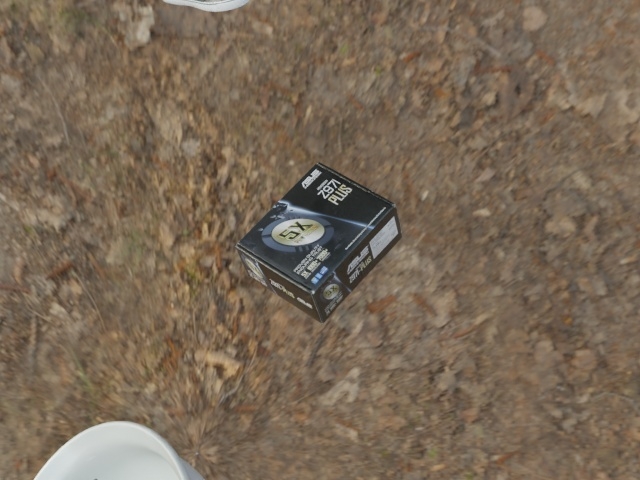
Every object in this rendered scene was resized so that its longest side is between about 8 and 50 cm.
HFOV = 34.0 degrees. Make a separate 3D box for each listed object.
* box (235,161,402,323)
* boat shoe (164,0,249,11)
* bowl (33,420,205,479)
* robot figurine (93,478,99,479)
[{"bbox_3d":[0.000,0.000,1.453,0.147,0.078,0.180,31,66,31],"label":"box"},{"bbox_3d":[-0.151,-0.321,1.323,0.142,0.040,0.049,10,56,27],"label":"boat shoe"},{"bbox_3d":[-0.187,0.341,1.058,0.134,0.297,0.298,29,72,-44],"label":"bowl"},{"bbox_3d":[-0.241,0.302,0.761,0.085,0.211,0.291,40,112,-1],"label":"robot figurine"}]
